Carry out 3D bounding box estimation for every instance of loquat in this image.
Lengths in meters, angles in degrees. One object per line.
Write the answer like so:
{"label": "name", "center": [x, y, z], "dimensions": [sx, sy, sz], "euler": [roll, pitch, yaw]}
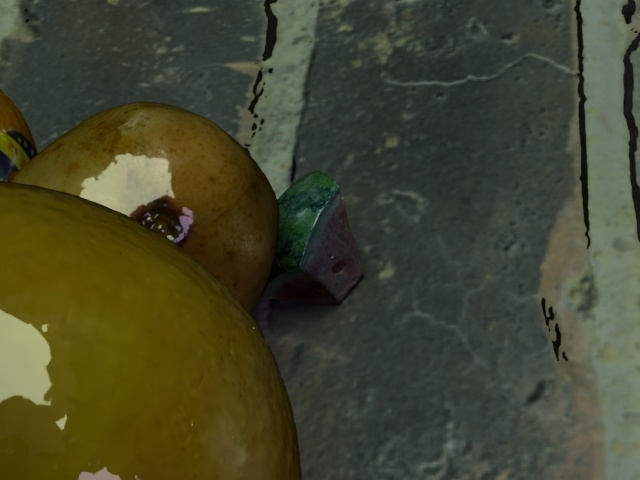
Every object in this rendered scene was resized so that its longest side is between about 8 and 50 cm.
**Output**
{"label": "loquat", "center": [-0.158, 0.132, 0.910], "dimensions": [0.328, 0.359, 0.328], "euler": [-2, 86, 25]}

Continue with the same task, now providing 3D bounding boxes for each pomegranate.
{"label": "pomegranate", "center": [-0.120, 0.000, 1.110], "dimensions": [0.196, 0.196, 0.196], "euler": [-6, 44, 6]}

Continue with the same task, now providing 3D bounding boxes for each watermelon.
{"label": "watermelon", "center": [-0.003, -0.004, 1.168], "dimensions": [0.072, 0.092, 0.084], "euler": [11, 42, -34]}

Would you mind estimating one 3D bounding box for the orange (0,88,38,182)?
{"label": "orange", "center": [-0.298, -0.034, 1.182], "dimensions": [0.219, 0.193, 0.219], "euler": [-19, 42, 18]}
